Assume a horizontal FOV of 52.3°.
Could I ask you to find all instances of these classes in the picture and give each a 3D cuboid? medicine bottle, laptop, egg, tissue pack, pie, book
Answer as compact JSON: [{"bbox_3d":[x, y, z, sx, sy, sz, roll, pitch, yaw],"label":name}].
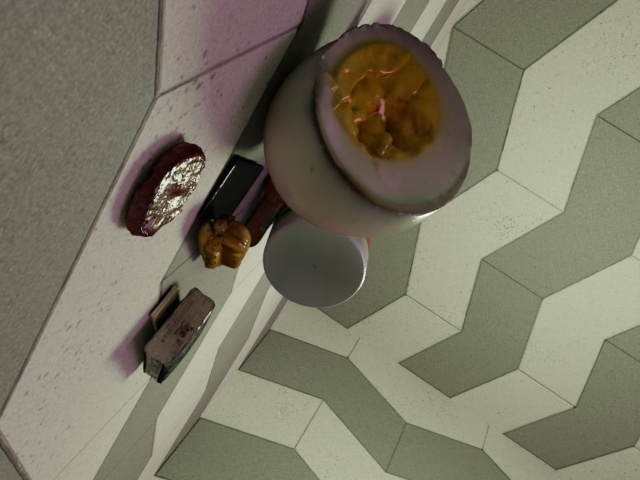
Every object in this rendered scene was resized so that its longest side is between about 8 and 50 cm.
[{"bbox_3d":[0.000,0.000,1.629,0.253,0.252,0.241,-59,-171,31],"label":"medicine bottle"},{"bbox_3d":[-0.172,-0.098,1.260,0.135,0.016,0.197,-56,174,6],"label":"laptop"},{"bbox_3d":[0.049,-0.168,1.212,0.354,0.354,0.339,-54,-164,-29],"label":"egg"},{"bbox_3d":[-0.311,0.211,1.412,0.173,0.073,0.235,-55,-179,-25],"label":"tissue pack"},{"bbox_3d":[-0.214,-0.070,0.903,0.154,0.036,0.154,-56,175,-8],"label":"pie"},{"bbox_3d":[-0.319,0.139,1.339,0.077,0.014,0.111,-55,176,-24],"label":"book"}]

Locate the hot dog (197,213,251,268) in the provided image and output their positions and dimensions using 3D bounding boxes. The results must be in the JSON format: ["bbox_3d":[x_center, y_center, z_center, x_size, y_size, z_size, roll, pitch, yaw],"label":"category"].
[{"bbox_3d":[-0.189,0.002,1.282,0.249,0.102,0.076,119,-26,-73],"label":"hot dog"}]

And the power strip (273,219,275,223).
[{"bbox_3d":[-0.116,-0.083,1.771,0.080,0.029,0.227,-58,174,20],"label":"power strip"}]

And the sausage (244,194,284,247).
[{"bbox_3d":[-0.097,-0.122,1.583,0.348,0.053,0.053,-57,175,2],"label":"sausage"}]

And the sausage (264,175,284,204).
[{"bbox_3d":[-0.078,-0.148,1.505,0.141,0.076,0.076,-58,175,1],"label":"sausage"}]
